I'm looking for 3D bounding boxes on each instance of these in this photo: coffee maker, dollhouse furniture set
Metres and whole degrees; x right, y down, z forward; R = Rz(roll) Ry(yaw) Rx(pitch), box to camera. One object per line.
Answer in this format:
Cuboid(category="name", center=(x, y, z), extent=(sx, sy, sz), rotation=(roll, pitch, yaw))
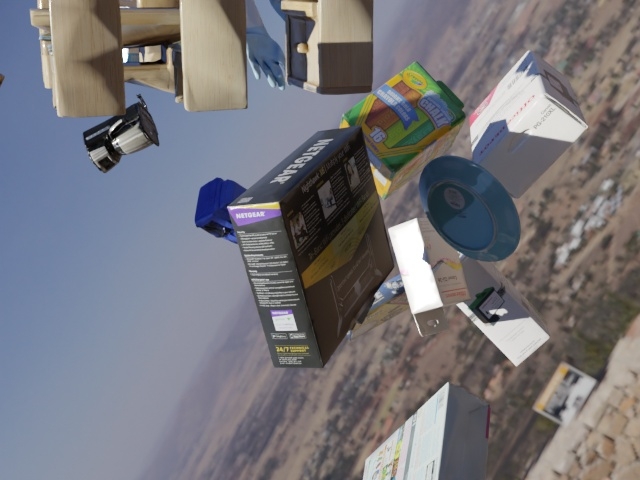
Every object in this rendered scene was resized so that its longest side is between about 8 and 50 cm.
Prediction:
Cuboid(category="coffee maker", center=(-0.539, -0.285, 2.386), extent=(0.178, 0.120, 0.171), rotation=(-26, 31, 9))
Cuboid(category="dollhouse furniture set", center=(-0.145, -0.306, 1.060), extent=(0.362, 0.394, 0.256), rotation=(-140, 48, -66))

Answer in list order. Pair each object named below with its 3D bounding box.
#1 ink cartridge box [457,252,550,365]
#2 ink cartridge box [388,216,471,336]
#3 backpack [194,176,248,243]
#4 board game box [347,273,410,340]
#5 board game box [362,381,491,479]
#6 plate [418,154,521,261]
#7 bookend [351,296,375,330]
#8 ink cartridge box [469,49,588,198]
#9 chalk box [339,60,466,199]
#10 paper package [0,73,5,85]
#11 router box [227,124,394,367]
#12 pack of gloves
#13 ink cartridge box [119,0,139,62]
Cuboid(category="ink cartridge box", center=(0.329, 0.115, 1.700), extent=(0.092, 0.219, 0.160), rotation=(-44, 1, 12))
Cuboid(category="ink cartridge box", center=(0.200, 0.062, 1.553), extent=(0.067, 0.198, 0.115), rotation=(-21, -10, 35))
Cuboid(category="backpack", center=(-0.158, -0.050, 1.629), extent=(0.101, 0.120, 0.098), rotation=(-21, 49, 41))
Cuboid(category="board game box", center=(0.164, 0.127, 1.962), extent=(0.243, 0.042, 0.165), rotation=(-28, -19, -12))
Cuboid(category="board game box", center=(0.171, 0.426, 1.547), extent=(0.303, 0.097, 0.224), rotation=(-52, 13, 41))
Cuboid(category="plate", center=(0.218, -0.042, 1.338), extent=(0.024, 0.188, 0.188), rotation=(-38, -9, -30))
Cuboid(category="bookend", center=(0.048, 0.117, 1.712), extent=(0.157, 0.156, 0.072), rotation=(14, 68, 42))
Cuboid(category="ink cartridge box", center=(0.349, -0.203, 1.516), extent=(0.172, 0.100, 0.237), rotation=(-50, 13, 27))
Cuboid(category="chalk box", center=(0.203, -0.266, 2.012), extent=(0.289, 0.180, 0.179), rotation=(-39, -11, -15))
Cuboid(category="paper package", center=(-0.871, -0.243, 1.866), extent=(0.325, 0.168, 0.309), rotation=(-53, -1, 33))
Cuboid(category="router box", center=(0.000, 0.000, 1.260), extent=(0.309, 0.081, 0.243), rotation=(-47, -52, -56))
Cuboid(category="pack of gloves", center=(-0.063, -0.367, 1.547), extent=(0.195, 0.232, 0.046), rotation=(-11, -23, -40))
Cuboid(category="ink cartridge box", center=(-0.459, -0.520, 2.173), extent=(0.104, 0.061, 0.181), rotation=(-20, -63, -59))
